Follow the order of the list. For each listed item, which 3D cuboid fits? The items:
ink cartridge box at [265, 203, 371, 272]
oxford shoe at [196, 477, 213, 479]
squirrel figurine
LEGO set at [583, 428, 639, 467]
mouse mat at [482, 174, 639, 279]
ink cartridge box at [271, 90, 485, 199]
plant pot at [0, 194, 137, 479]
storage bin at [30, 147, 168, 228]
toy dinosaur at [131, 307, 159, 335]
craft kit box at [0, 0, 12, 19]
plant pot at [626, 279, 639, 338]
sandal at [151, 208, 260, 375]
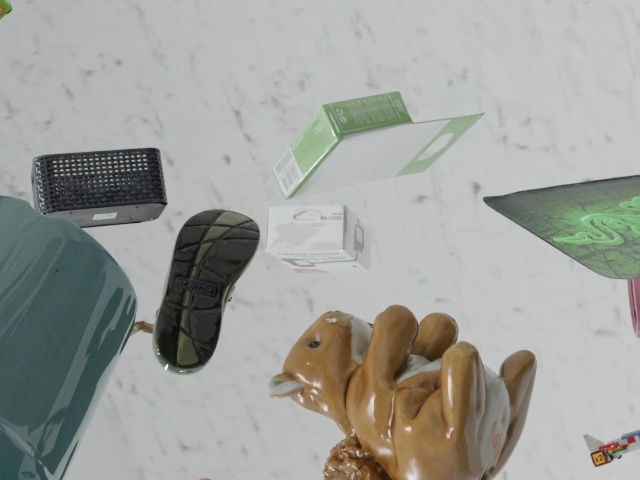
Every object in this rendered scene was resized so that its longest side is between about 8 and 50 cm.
[{"bbox_3d":[0.000,0.000,2.137,0.237,0.172,0.100,40,-130,-70],"label":"ink cartridge box"},{"bbox_3d":[-0.216,0.464,1.572,0.098,0.097,0.271,-36,-15,-49],"label":"oxford shoe"},{"bbox_3d":[0.094,0.290,1.561,0.281,0.370,0.397,1,-81,-58],"label":"squirrel figurine"},{"bbox_3d":[0.489,0.273,1.456,0.182,0.244,0.060,90,163,-73],"label":"LEGO set"},{"bbox_3d":[0.227,-0.005,0.746,0.152,0.189,0.007,29,-107,-24],"label":"mouse mat"},{"bbox_3d":[0.074,-0.129,1.318,0.235,0.171,0.056,-15,-107,-31],"label":"ink cartridge box"},{"bbox_3d":[-0.380,0.149,1.086,0.341,0.341,0.334,62,-142,-37],"label":"plant pot"},{"bbox_3d":[-0.320,-0.072,1.460,0.180,0.122,0.084,-5,-101,-19],"label":"storage bin"},{"bbox_3d":[-0.268,0.162,1.873,0.183,0.053,0.093,-14,-101,-49],"label":"toy dinosaur"},{"bbox_3d":[-0.571,-0.305,1.283,0.250,0.246,0.061,45,-169,-40],"label":"craft kit box"},{"bbox_3d":[0.600,0.089,1.650,0.201,0.180,0.201,-6,-90,-79],"label":"plant pot"},{"bbox_3d":[-0.181,0.072,1.519,0.086,0.120,0.303,112,178,-55],"label":"sandal"}]
